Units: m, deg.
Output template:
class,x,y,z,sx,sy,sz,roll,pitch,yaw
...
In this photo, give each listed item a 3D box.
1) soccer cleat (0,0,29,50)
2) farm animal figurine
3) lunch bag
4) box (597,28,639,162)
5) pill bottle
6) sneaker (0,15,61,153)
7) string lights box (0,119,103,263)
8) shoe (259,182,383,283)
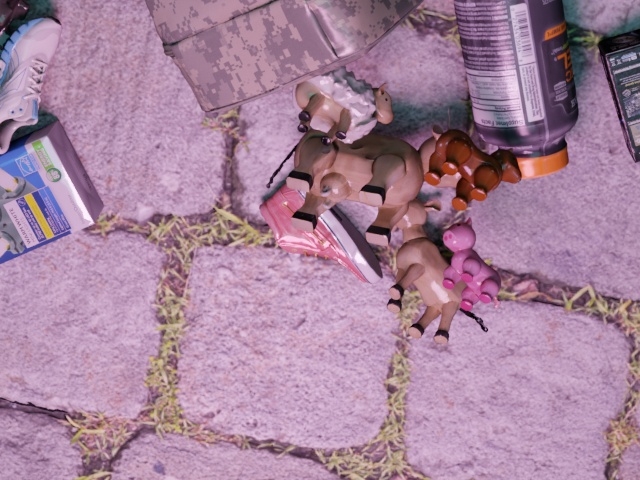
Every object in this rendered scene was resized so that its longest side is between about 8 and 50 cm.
class,x,y,z,sx,sy,sz,roll,pitch,yaw
soccer cleat,-0.498,-0.219,1.910,0.143,0.116,0.331,37,104,4
farm animal figurine,0.104,-0.060,1.888,0.327,0.172,0.330,23,139,7
lunch bag,-0.059,-0.322,1.743,0.305,0.212,0.256,-14,117,44
box,0.452,-0.197,1.882,0.180,0.077,0.147,-18,108,9
pill bottle,0.244,-0.202,1.862,0.130,0.130,0.245,-10,109,6
sneaker,-0.370,-0.190,1.904,0.083,0.071,0.190,40,103,26
string lights box,-0.430,-0.040,1.978,0.260,0.077,0.133,-23,108,10
shoe,0.000,0.000,1.984,0.081,0.063,0.178,-37,99,15
